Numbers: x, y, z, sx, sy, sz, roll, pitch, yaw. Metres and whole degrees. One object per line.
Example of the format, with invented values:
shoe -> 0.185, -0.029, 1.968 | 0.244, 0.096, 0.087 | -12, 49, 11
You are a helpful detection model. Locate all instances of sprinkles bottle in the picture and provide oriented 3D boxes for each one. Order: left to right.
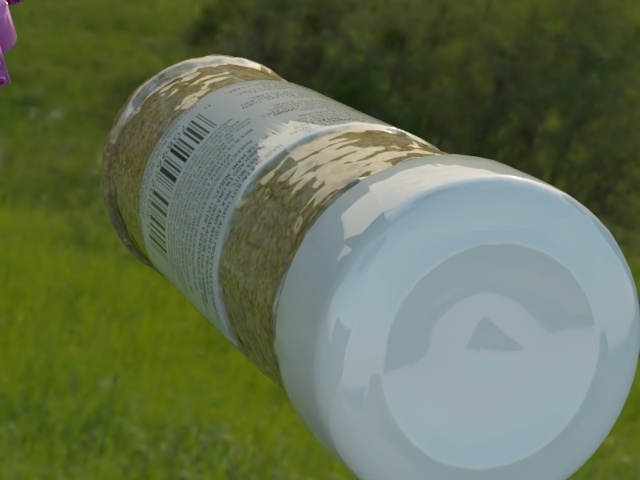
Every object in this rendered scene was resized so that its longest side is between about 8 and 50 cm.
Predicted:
sprinkles bottle -> 0.000, 0.000, 0.759 | 0.121, 0.121, 0.355 | 3, 12, -20

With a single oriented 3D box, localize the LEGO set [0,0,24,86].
LEGO set -> -0.240, -0.087, 0.784 | 0.227, 0.087, 0.093 | -17, 47, -9
